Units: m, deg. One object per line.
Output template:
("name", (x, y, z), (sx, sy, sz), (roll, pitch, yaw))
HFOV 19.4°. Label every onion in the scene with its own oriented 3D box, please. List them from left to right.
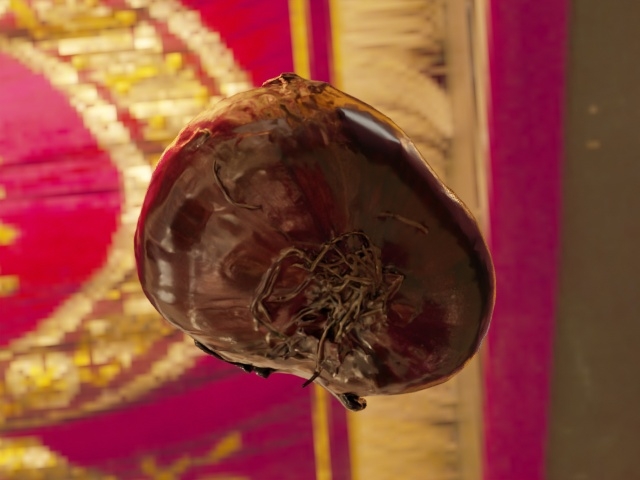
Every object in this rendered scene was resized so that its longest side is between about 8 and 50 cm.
("onion", (0.003, 0.005, 1.384), (0.281, 0.281, 0.221), (-91, 27, -81))
